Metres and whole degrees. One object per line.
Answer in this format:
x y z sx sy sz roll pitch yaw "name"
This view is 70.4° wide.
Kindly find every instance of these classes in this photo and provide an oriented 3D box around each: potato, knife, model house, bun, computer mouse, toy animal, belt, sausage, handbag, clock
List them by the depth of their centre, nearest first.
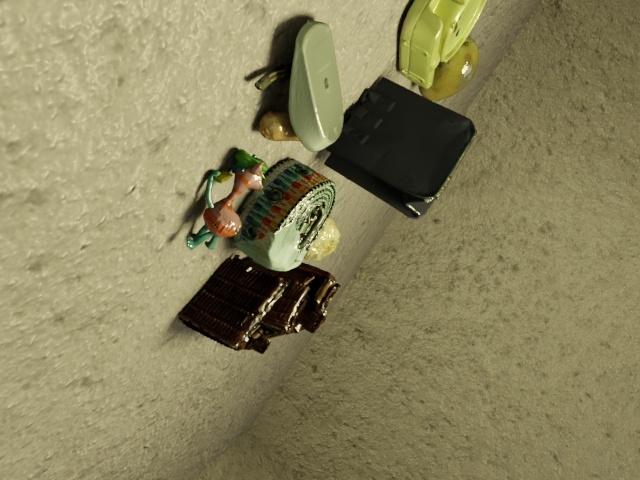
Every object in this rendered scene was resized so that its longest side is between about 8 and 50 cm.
-0.055 -0.305 0.813 0.222 0.021 0.046 -48 160 -42 "knife"
-0.016 -0.272 0.819 0.128 0.079 0.231 -55 145 -50 "computer mouse"
-0.181 -0.072 0.842 0.103 0.100 0.208 28 102 -37 "toy animal"
-0.036 -0.238 0.958 0.066 0.065 0.301 -60 167 22 "sausage"
-0.080 -0.055 1.059 0.258 0.150 0.207 -55 158 -3 "belt"
-0.160 0.199 1.134 0.282 0.316 0.298 -37 146 -61 "model house"
0.204 -0.250 1.197 0.303 0.329 0.122 -54 169 -23 "handbag"
0.350 -0.619 1.233 0.349 0.117 0.286 -54 167 -3 "clock"
0.402 -0.548 1.463 0.251 0.158 0.175 125 -21 -66 "potato"
0.000 0.000 1.538 0.164 0.111 0.188 -46 168 -21 "bun"
